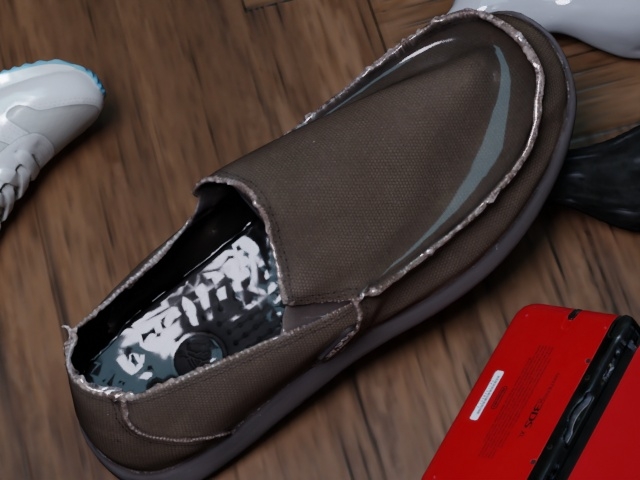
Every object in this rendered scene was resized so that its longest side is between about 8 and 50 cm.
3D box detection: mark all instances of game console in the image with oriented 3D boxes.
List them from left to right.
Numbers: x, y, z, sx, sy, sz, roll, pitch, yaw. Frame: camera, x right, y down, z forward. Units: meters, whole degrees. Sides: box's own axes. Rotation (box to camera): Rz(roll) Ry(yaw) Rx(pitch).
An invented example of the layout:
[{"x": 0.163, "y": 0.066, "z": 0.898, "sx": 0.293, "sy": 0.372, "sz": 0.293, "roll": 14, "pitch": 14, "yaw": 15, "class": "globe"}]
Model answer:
[{"x": 0.150, "y": 0.121, "z": 1.092, "sx": 0.124, "sy": 0.085, "sz": 0.144, "roll": 7, "pitch": 56, "yaw": 45, "class": "game console"}]

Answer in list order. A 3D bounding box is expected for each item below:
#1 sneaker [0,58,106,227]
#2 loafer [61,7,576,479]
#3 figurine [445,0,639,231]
[{"x": -0.228, "y": -0.029, "z": 1.180, "sx": 0.229, "sy": 0.087, "sz": 0.092, "roll": -33, "pitch": 70, "yaw": -5, "class": "sneaker"}, {"x": 0.000, "y": 0.000, "z": 1.070, "sx": 0.366, "sy": 0.130, "sz": 0.134, "roll": -45, "pitch": 65, "yaw": -3, "class": "loafer"}, {"x": 0.169, "y": -0.101, "z": 1.177, "sx": 0.209, "sy": 0.092, "sz": 0.215, "roll": -2, "pitch": 60, "yaw": 9, "class": "figurine"}]
